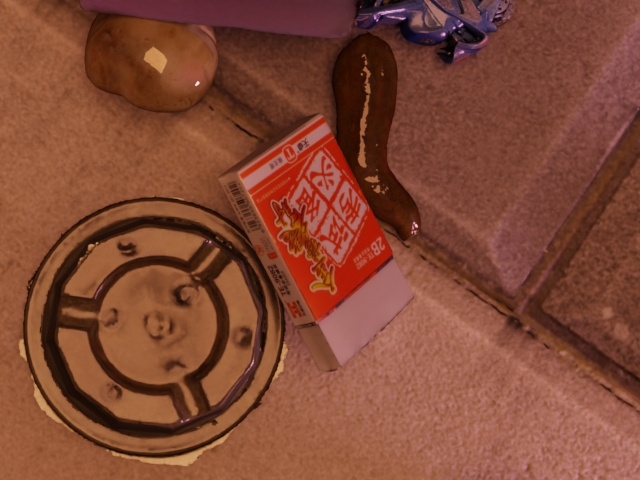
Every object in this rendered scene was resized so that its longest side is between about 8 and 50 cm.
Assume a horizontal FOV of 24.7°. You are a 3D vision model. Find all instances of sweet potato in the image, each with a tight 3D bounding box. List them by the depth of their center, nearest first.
[{"bbox_3d":[0.056,-0.111,1.583,0.081,0.062,0.233,-9,91,-9],"label":"sweet potato"}]

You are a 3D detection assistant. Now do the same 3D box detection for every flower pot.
[{"bbox_3d":[-0.157,0.087,1.443,0.290,0.259,0.290,1,86,-9],"label":"flower pot"}]

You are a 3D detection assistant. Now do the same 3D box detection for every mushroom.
[{"bbox_3d":[-0.176,-0.197,1.527,0.148,0.112,0.148,12,55,-18],"label":"mushroom"}]

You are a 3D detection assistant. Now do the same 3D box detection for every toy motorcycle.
[{"bbox_3d":[0.117,-0.256,1.586,0.205,0.076,0.114,14,78,-21],"label":"toy motorcycle"}]

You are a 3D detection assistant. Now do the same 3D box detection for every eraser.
[{"bbox_3d":[0.000,0.000,1.519,0.157,0.038,0.230,-40,107,-47],"label":"eraser"}]

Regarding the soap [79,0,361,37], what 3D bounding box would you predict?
[{"bbox_3d":[-0.089,-0.364,1.494,0.285,0.107,0.296,7,65,-1],"label":"soap"}]
